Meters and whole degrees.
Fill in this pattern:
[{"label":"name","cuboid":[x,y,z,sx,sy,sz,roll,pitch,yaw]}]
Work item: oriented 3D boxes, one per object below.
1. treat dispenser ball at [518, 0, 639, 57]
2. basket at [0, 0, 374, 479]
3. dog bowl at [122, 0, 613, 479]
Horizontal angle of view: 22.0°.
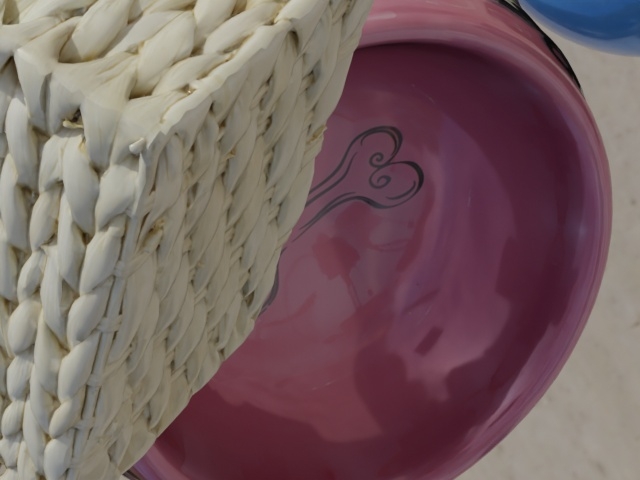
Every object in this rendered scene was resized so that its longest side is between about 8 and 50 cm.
[{"label":"treat dispenser ball","cuboid":[0.260,-0.290,1.310,0.288,0.288,0.288,43,146,39]},{"label":"basket","cuboid":[-0.064,-0.023,0.406,0.103,0.113,0.167,33,138,10]},{"label":"dog bowl","cuboid":[0.000,0.000,1.006,0.150,0.408,0.408,45,148,53]}]
